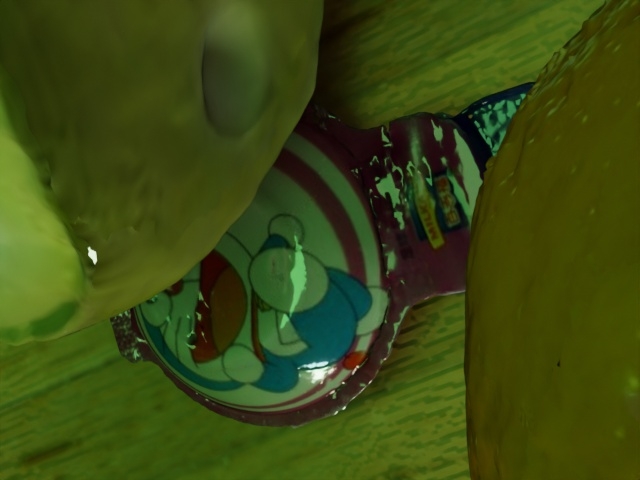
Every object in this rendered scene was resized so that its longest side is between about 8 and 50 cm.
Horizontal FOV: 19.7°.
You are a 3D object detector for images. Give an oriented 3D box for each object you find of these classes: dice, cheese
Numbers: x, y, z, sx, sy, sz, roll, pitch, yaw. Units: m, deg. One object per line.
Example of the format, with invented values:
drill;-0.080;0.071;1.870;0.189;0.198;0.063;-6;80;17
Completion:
dice;-0.149;-0.112;0.730;0.238;0.227;0.233;4;131;28
cheese;0.000;0.000;0.804;0.244;0.062;0.155;-16;89;29

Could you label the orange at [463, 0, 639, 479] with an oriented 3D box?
orange;0.203;0.049;0.563;0.340;0.293;0.340;10;113;24
